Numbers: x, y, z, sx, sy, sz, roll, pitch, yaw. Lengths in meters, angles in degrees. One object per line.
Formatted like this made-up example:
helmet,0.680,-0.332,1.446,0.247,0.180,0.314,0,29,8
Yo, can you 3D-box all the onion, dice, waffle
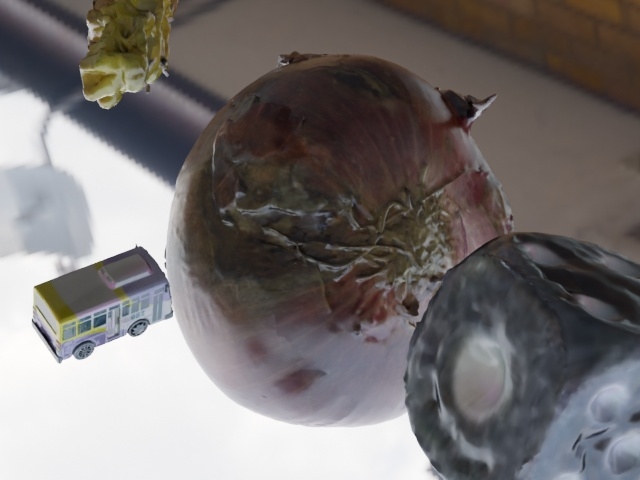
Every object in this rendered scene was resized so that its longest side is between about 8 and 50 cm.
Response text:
onion,0.026,-0.003,1.796,0.354,0.353,0.353,-10,-149,6
dice,0.186,0.109,1.490,0.183,0.181,0.182,9,-153,-33
waffle,-0.127,-0.246,1.361,0.069,0.293,0.260,1,-159,1

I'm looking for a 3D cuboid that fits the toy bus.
toy bus,-0.165,0.045,1.499,0.102,0.058,0.052,-22,-127,-25
